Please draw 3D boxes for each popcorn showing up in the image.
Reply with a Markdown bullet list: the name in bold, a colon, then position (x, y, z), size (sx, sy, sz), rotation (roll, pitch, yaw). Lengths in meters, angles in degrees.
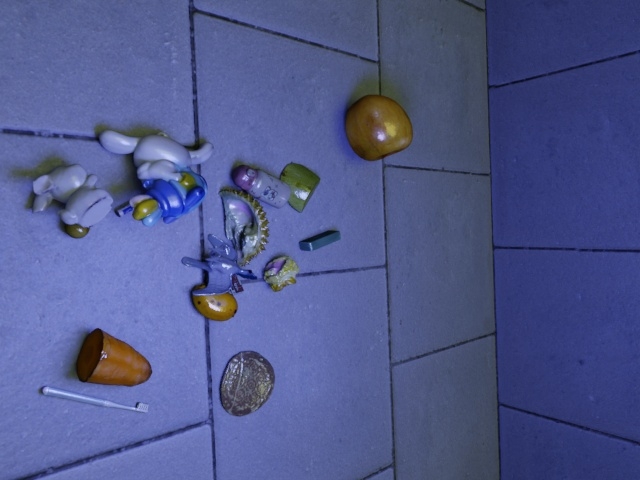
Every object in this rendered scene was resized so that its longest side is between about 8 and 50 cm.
- **popcorn**: position (-0.153, 0.130, 1.960), size (0.145, 0.125, 0.126), rotation (-35, 104, -46)

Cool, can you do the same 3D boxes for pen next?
- **pen**: position (-0.591, -0.136, 1.643), size (0.204, 0.025, 0.025), rotation (-38, 114, -35)

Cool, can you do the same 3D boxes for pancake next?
- **pancake**: position (-0.280, 0.555, 1.905), size (0.249, 0.031, 0.251), rotation (0, 89, -40)

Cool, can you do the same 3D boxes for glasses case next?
- **glasses case**: position (0.000, 0.000, 2.118), size (0.184, 0.077, 0.040), rotation (-22, 107, -38)

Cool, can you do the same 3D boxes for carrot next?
- **carrot**: position (-0.623, 0.386, 1.532), size (0.225, 0.159, 0.159), rotation (33, 69, -38)

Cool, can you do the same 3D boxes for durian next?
- **durian**: position (-0.275, -0.047, 1.842), size (0.166, 0.172, 0.307), rotation (-9, 105, -16)

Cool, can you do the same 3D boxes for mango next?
- **mango**: position (-0.384, 0.230, 1.780), size (0.178, 0.090, 0.115), rotation (25, 60, -35)

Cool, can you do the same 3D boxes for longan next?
- **longan**: position (-0.729, -0.041, 1.488), size (0.075, 0.083, 0.075), rotation (-2, 90, -80)

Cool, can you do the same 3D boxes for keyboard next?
- **keyboard**: position (-0.336, 0.122, 1.826), size (0.055, 0.017, 0.166), rotation (-15, 75, -39)

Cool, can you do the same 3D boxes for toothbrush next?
- **toothbrush**: position (-0.699, 0.503, 1.548), size (0.342, 0.025, 0.030), rotation (27, 66, -38)

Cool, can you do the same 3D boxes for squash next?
- **squash**: position (-0.075, -0.236, 2.051), size (0.184, 0.085, 0.192), rotation (44, 61, -33)

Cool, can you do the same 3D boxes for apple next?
- **apple**: position (0.258, -0.508, 2.212), size (0.298, 0.299, 0.275), rotation (-16, 83, -40)

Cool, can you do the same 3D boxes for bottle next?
- **bottle**: position (-0.232, -0.214, 1.899), size (0.233, 0.109, 0.110), rotation (26, 73, -38)

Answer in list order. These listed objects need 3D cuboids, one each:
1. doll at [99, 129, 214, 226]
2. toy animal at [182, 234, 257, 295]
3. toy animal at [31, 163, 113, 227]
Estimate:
- **doll**: position (-0.501, -0.199, 1.615), size (0.375, 0.187, 0.366), rotation (-9, 66, -24)
- **toy animal**: position (-0.361, 0.102, 1.762), size (0.176, 0.255, 0.239), rotation (82, 15, -53)
- **toy animal**: position (-0.725, -0.126, 1.434), size (0.193, 0.127, 0.179), rotation (34, 50, -1)
